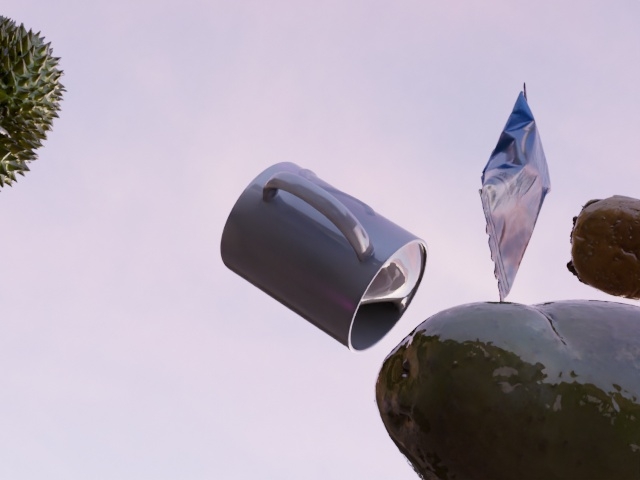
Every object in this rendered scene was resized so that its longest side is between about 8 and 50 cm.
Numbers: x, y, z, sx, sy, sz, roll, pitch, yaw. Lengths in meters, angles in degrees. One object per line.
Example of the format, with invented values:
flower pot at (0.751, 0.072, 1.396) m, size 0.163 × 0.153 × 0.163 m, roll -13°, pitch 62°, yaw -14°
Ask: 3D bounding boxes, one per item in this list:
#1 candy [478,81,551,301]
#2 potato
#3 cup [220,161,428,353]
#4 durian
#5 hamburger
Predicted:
candy at (0.127, -0.033, 1.082) m, size 0.038 × 0.136 × 0.088 m, roll 3°, pitch -52°, yaw 22°
potato at (0.125, 0.096, 0.852) m, size 0.194 × 0.157 × 0.157 m, roll 21°, pitch -39°, yaw -21°
cup at (0.006, -0.003, 1.216) m, size 0.133 × 0.099 × 0.136 m, roll 33°, pitch -49°, yaw 25°
durian at (-0.288, -0.113, 1.313) m, size 0.198 × 0.159 × 0.146 m, roll 44°, pitch -61°, yaw 33°
hamburger at (0.222, 0.005, 1.185) m, size 0.083 × 0.044 × 0.076 m, roll 5°, pitch -87°, yaw 10°
